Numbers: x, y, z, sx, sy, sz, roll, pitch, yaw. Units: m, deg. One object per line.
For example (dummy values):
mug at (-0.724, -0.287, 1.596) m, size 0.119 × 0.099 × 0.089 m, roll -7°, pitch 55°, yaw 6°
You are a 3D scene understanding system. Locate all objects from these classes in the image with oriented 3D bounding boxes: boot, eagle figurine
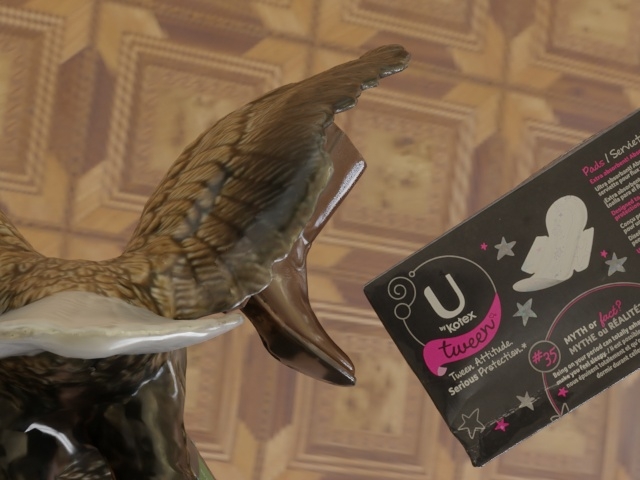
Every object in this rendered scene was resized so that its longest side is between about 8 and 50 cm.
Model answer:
boot at (0.000, 0.000, 0.815) m, size 0.106 × 0.037 × 0.114 m, roll 41°, pitch 62°, yaw -26°
eagle figurine at (-0.082, 0.022, 0.575) m, size 0.226 × 0.225 × 0.298 m, roll 29°, pitch 38°, yaw -38°

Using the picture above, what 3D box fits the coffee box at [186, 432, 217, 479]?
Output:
coffee box at (-0.170, 0.212, 1.292) m, size 0.184 × 0.040 × 0.113 m, roll -17°, pitch 135°, yaw 7°

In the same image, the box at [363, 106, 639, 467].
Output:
box at (0.170, 0.026, 1.110) m, size 0.247 × 0.163 × 0.142 m, roll -32°, pitch 81°, yaw 2°
